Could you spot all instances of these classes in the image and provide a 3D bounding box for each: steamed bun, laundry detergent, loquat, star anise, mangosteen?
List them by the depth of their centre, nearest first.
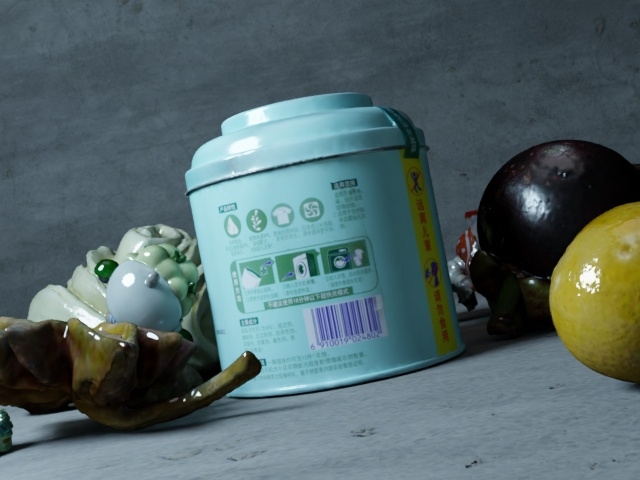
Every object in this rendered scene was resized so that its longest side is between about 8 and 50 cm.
[{"bbox_3d":[0.239,0.038,0.712,0.141,0.141,0.141,-11,-1,0],"label":"loquat"},{"bbox_3d":[-0.235,0.136,0.994,0.349,0.109,0.292,2,-7,-3],"label":"star anise"},{"bbox_3d":[0.000,0.000,1.124,0.287,0.305,0.287,-10,-1,0],"label":"laundry detergent"},{"bbox_3d":[0.280,0.008,1.159,0.265,0.228,0.228,-49,8,-11],"label":"mangosteen"},{"bbox_3d":[-0.258,0.095,1.353,0.324,0.219,0.310,-11,-1,21],"label":"steamed bun"}]

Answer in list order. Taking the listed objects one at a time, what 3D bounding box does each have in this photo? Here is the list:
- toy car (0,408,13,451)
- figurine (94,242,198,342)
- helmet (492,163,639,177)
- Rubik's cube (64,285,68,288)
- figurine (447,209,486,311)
[{"bbox_3d":[-0.399,0.200,1.014,0.186,0.058,0.093,2,3,32],"label":"toy car"},{"bbox_3d":[-0.209,0.083,1.124,0.093,0.147,0.197,-42,-7,-49],"label":"figurine"},{"bbox_3d":[0.593,-0.061,2.233,0.385,0.230,0.337,-3,0,-2],"label":"helmet"},{"bbox_3d":[-0.399,0.156,1.945,0.183,0.167,0.180,-9,-1,-1],"label":"Rubik's cube"},{"bbox_3d":[0.150,0.067,1.447,0.226,0.160,0.183,-20,-1,1],"label":"figurine"}]
